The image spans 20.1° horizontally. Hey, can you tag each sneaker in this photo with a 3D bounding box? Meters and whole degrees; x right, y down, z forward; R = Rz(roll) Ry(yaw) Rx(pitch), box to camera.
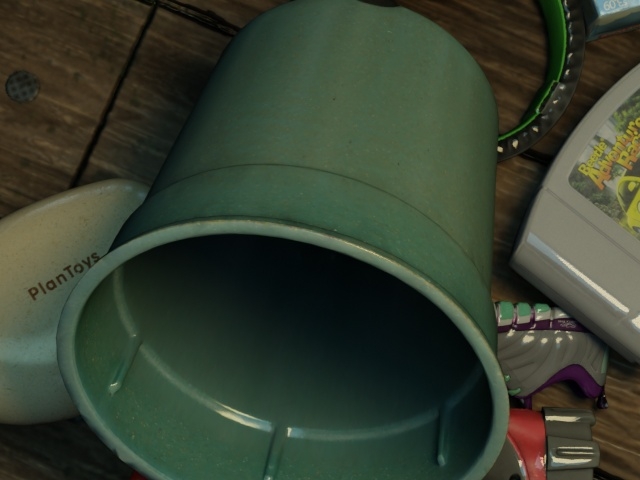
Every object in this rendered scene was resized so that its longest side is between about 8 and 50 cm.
[{"bbox_3d":[0.151,0.102,1.602,0.224,0.083,0.098,2,85,-2],"label":"sneaker"}]

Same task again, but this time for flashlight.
[{"bbox_3d":[0.086,0.193,1.575,0.304,0.103,0.103,0,105,0],"label":"flashlight"}]

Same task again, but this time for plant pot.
[{"bbox_3d":[0.000,0.000,1.450,0.341,0.341,0.334,14,45,1],"label":"plant pot"}]

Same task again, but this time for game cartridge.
[{"bbox_3d":[0.307,-0.044,1.613,0.196,0.060,0.294,37,67,9],"label":"game cartridge"}]

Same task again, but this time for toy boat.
[{"bbox_3d":[-0.197,0.117,1.570,0.267,0.148,0.318,-26,74,-11],"label":"toy boat"}]

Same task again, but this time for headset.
[{"bbox_3d":[0.050,-0.223,1.650,0.394,0.185,0.243,35,76,-11],"label":"headset"}]

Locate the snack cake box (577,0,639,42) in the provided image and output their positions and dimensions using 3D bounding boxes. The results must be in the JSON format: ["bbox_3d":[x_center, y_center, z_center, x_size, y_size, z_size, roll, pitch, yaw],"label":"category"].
[{"bbox_3d":[0.353,-0.295,1.673,0.264,0.089,0.152,-16,80,-4],"label":"snack cake box"}]
